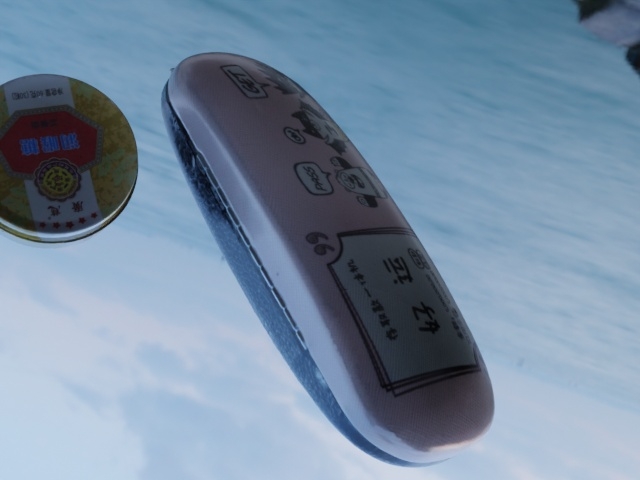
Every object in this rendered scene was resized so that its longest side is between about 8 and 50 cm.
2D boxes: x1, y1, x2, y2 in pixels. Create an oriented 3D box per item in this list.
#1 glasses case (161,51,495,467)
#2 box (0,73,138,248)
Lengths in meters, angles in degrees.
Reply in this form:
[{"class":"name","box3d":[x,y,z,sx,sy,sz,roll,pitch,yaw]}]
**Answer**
[{"class":"glasses case","box3d":[0.000,0.000,0.622,0.122,0.075,0.314,-5,-125,-44]},{"class":"box","box3d":[-0.164,-0.047,0.600,0.105,0.105,0.037,20,160,-13]}]
